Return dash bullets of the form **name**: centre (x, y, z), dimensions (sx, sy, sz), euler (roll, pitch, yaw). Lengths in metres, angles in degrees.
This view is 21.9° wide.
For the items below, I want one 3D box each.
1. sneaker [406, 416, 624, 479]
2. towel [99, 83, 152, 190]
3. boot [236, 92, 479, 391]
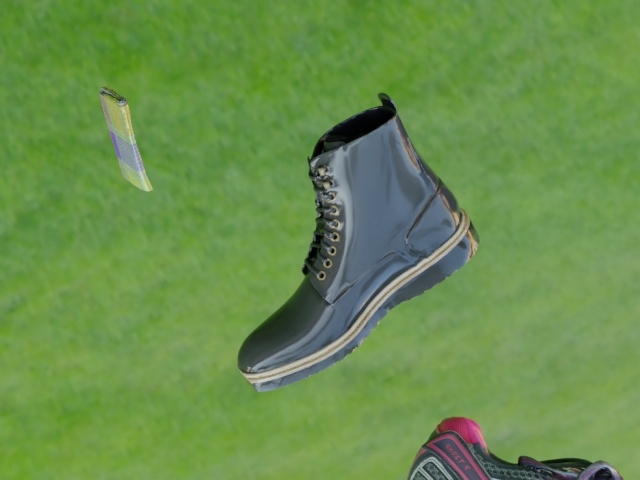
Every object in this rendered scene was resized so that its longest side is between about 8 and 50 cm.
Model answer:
- **sneaker**: centre (0.197, 0.208, 1.126), dimensions (0.121, 0.299, 0.112), euler (45, 62, -76)
- **towel**: centre (-0.160, -0.084, 1.354), dimensions (0.009, 0.060, 0.083), euler (-22, 114, -20)
- **boot**: centre (0.000, 0.000, 1.154), dimensions (0.198, 0.077, 0.137), euler (-38, 121, -11)
